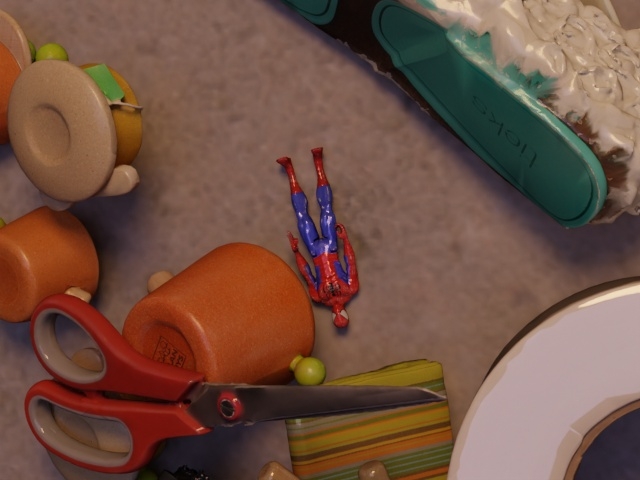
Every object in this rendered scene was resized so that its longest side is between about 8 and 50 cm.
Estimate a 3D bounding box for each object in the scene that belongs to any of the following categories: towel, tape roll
[{"bbox_3d":[0.039,0.195,0.757,0.102,0.021,0.237,-10,97,-19],"label":"towel"},{"bbox_3d":[0.195,0.140,0.693,0.246,0.169,0.246,0,90,10],"label":"tape roll"}]

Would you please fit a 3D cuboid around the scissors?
[{"bbox_3d":[-0.059,0.099,0.697,0.297,0.021,0.109,9,108,32],"label":"scissors"}]

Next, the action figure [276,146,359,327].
[{"bbox_3d":[0.000,0.000,0.803,0.038,0.030,0.115,-15,88,5],"label":"action figure"}]

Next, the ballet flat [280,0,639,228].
[{"bbox_3d":[0.054,-0.172,0.761,0.409,0.147,0.147,42,96,5],"label":"ballet flat"}]

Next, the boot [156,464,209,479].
[{"bbox_3d":[-0.057,0.279,0.767,0.246,0.094,0.207,44,76,-19],"label":"boot"}]

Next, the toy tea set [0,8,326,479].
[{"bbox_3d":[-0.132,-0.011,0.804,0.200,0.124,0.336,-28,87,38],"label":"toy tea set"}]

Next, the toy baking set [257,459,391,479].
[{"bbox_3d":[-0.007,0.252,0.719,0.196,0.030,0.256,-28,103,-14],"label":"toy baking set"}]
